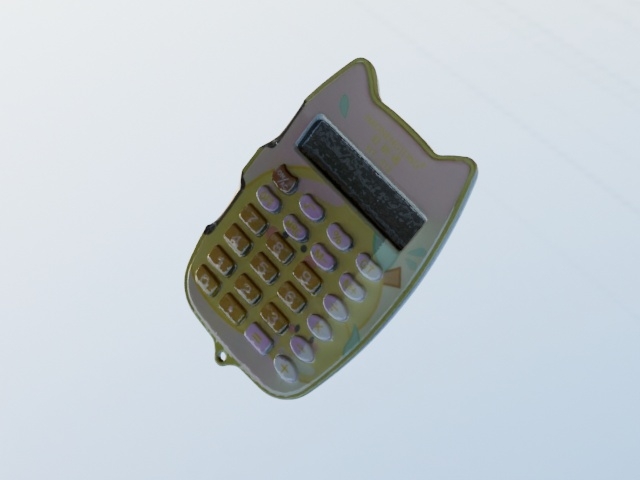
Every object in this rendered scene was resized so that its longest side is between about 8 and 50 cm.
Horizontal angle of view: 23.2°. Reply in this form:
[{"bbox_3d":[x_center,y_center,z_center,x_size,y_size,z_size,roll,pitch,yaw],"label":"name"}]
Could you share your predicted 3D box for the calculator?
[{"bbox_3d":[0.000,0.000,1.080,0.157,0.236,0.033,47,-162,21],"label":"calculator"}]
